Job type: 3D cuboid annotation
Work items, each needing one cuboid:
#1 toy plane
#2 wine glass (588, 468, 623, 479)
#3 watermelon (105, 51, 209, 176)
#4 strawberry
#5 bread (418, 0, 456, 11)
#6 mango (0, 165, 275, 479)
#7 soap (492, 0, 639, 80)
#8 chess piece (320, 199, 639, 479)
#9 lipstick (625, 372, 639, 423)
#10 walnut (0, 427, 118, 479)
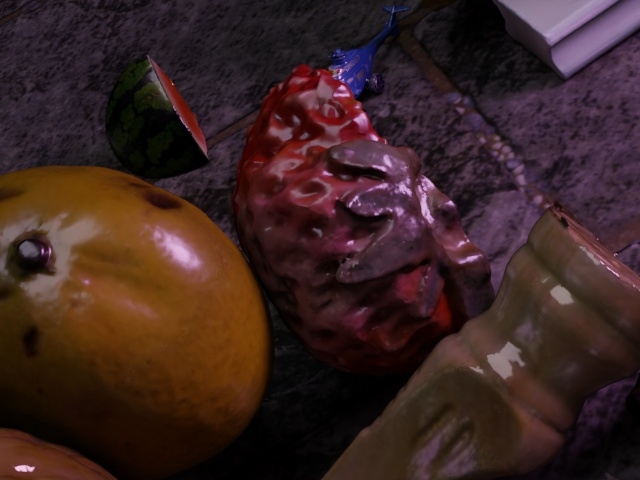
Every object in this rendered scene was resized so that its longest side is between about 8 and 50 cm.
[{"bbox_3d":[0.045,-0.194,1.549,0.054,0.062,0.167,5,41,37],"label":"toy plane"},{"bbox_3d":[0.118,0.323,0.820,0.238,0.238,0.323,13,52,42],"label":"wine glass"},{"bbox_3d":[-0.172,-0.142,1.618,0.125,0.135,0.094,3,14,39],"label":"watermelon"},{"bbox_3d":[0.000,0.000,1.222,0.149,0.265,0.336,-39,17,-10],"label":"strawberry"},{"bbox_3d":[0.240,-0.407,1.458,0.377,0.208,0.251,-22,21,32],"label":"bread"},{"bbox_3d":[-0.204,0.085,1.208,0.220,0.301,0.445,-69,12,-22],"label":"mango"},{"bbox_3d":[0.283,-0.255,1.448,0.198,0.066,0.119,-34,41,-3],"label":"soap"},{"bbox_3d":[0.119,0.123,1.074,0.301,0.137,0.137,-48,38,10],"label":"chess piece"},{"bbox_3d":[0.386,-0.009,1.113,0.418,0.077,0.077,-43,40,-11],"label":"lipstick"},{"bbox_3d":[-0.224,0.280,0.993,0.306,0.344,0.306,-19,48,23],"label":"walnut"}]
